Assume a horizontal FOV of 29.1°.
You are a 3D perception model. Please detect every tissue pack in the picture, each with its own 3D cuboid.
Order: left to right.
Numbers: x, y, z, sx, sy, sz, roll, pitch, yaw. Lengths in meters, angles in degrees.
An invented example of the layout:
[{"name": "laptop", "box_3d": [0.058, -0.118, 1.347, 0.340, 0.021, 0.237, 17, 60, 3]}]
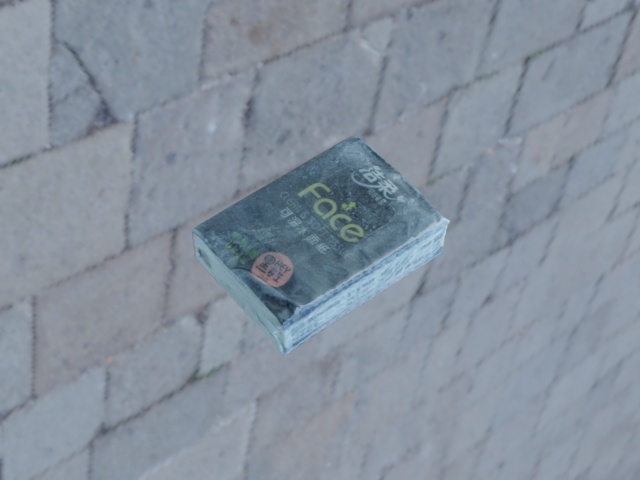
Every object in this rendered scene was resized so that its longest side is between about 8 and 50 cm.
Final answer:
[{"name": "tissue pack", "box_3d": [0.000, 0.000, 1.811, 0.315, 0.228, 0.103, -32, 150, -24]}]
